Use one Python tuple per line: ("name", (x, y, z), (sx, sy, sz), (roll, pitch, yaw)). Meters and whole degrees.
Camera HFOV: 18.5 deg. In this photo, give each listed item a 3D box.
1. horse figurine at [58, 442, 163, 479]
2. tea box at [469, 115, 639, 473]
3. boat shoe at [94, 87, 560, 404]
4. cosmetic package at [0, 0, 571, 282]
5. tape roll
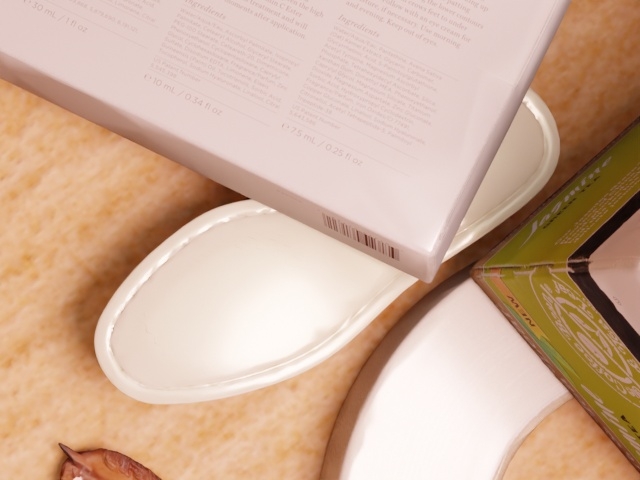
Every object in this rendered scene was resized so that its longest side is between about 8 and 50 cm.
("horse figurine", (-0.054, 0.230, 1.143), (0.263, 0.066, 0.174), (11, 83, 27))
("tea box", (0.295, 0.066, 1.043), (0.220, 0.323, 0.329), (-41, 94, -8))
("boat shoe", (0.002, 0.004, 1.183), (0.305, 0.091, 0.109), (-31, 93, -9))
("cosmetic package", (-0.043, -0.185, 1.127), (0.377, 0.097, 0.284), (26, 82, 7))
("tape roll", (0.190, 0.185, 1.222), (0.392, 0.072, 0.392), (0, 87, -10))
